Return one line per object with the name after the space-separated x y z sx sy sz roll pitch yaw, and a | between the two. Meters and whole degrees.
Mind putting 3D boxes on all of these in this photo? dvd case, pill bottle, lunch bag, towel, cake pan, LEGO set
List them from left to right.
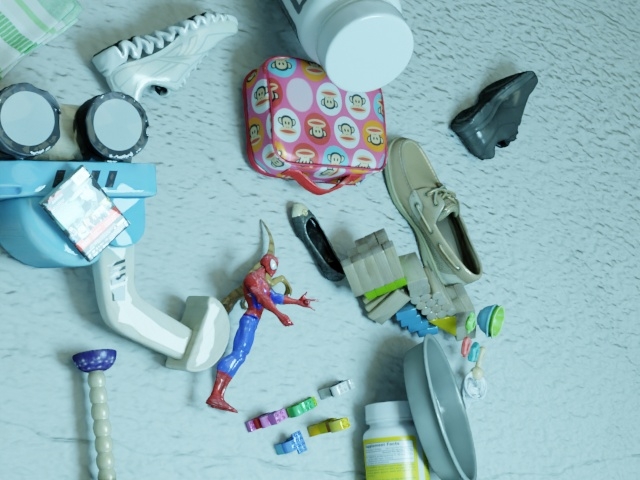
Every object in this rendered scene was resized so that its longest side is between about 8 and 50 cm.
-0.574 -0.380 1.652 0.248 0.038 0.325 47 54 -13 | towel
-0.346 -0.039 1.489 0.087 0.013 0.119 -47 124 -21 | dvd case
-0.007 0.319 1.805 0.227 0.093 0.087 -19 87 -39 | LEGO set
-0.004 -0.212 1.965 0.293 0.120 0.258 4 73 -36 | lunch bag
0.033 -0.455 1.928 0.204 0.204 0.361 11 39 -34 | pill bottle
0.140 0.406 1.870 0.119 0.119 0.208 7 71 -35 | pill bottle
0.225 0.322 1.912 0.293 0.054 0.293 -18 90 -76 | cake pan

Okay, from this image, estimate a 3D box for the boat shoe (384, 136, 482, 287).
0.243 -0.067 2.105 0.122 0.110 0.341 -25 91 -39 | boat shoe

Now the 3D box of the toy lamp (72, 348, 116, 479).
-0.340 0.311 1.575 0.080 0.080 0.274 3 71 -36 | toy lamp

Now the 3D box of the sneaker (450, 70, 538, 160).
0.414 -0.287 2.322 0.286 0.109 0.130 -42 108 -28 | sneaker

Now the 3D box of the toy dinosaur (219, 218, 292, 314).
-0.104 0.062 1.837 0.112 0.064 0.211 44 54 -16 | toy dinosaur

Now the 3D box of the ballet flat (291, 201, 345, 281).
0.000 0.000 1.943 0.057 0.049 0.173 -36 97 -39 | ballet flat

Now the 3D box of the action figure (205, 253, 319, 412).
-0.092 0.163 1.740 0.139 0.091 0.280 13 77 5 | action figure

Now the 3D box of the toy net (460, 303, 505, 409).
0.318 0.242 2.025 0.122 0.045 0.232 -25 123 -58 | toy net

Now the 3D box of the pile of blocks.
0.167 0.093 2.010 0.362 0.149 0.112 36 22 -34 | pile of blocks

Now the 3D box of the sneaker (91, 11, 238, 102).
-0.266 -0.331 1.829 0.292 0.110 0.118 -29 101 -31 | sneaker

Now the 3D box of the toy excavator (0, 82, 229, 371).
-0.357 -0.002 1.609 0.433 0.222 0.445 -1 89 -37 | toy excavator
